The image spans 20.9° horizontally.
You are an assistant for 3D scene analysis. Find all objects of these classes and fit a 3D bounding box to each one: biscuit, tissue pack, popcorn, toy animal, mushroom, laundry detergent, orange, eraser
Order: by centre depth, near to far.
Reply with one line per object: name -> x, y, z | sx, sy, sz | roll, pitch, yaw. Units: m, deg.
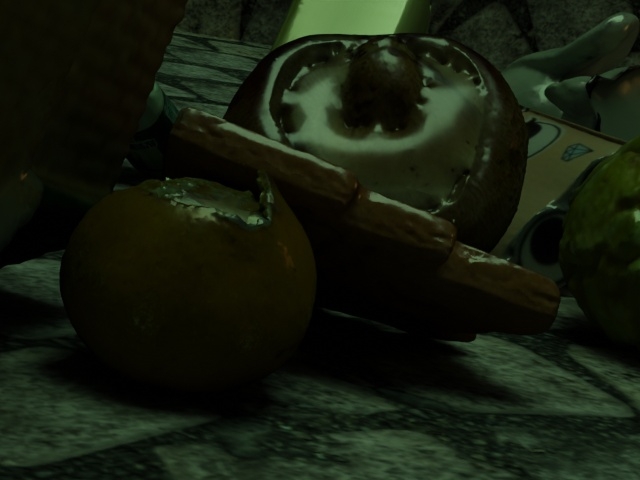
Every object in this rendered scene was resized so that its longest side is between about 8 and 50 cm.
orange -> -0.075, 0.019, 1.038 | 0.157, 0.134, 0.156 | 18, 36, -14
biscuit -> 0.000, 0.000, 1.173 | 0.284, 0.043, 0.306 | 6, -22, 46
popcorn -> 0.290, 0.004, 1.369 | 0.204, 0.183, 0.221 | -21, 17, -1
mushroom -> 0.045, -0.067, 1.406 | 0.253, 0.253, 0.153 | 11, -31, 1
eraser -> 0.154, -0.051, 1.625 | 0.171, 0.087, 0.290 | -41, 30, -13
tissue pack -> 0.018, -0.150, 1.632 | 0.125, 0.159, 0.234 | 15, 56, 9
laundry detergent -> -0.196, -0.146, 1.649 | 0.099, 0.070, 0.225 | 36, -11, 37
toy animal -> 0.268, -0.112, 1.888 | 0.174, 0.249, 0.289 | 40, -42, -24

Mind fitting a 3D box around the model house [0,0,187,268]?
model house -> -0.281, -0.112, 1.029 | 0.335, 0.342, 0.382 | 21, 2, 18
